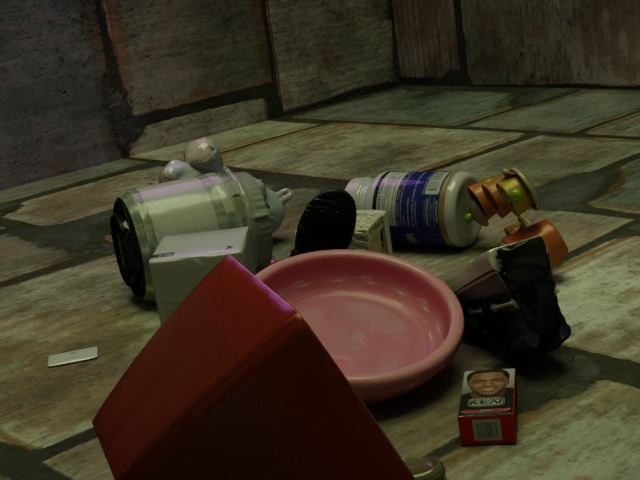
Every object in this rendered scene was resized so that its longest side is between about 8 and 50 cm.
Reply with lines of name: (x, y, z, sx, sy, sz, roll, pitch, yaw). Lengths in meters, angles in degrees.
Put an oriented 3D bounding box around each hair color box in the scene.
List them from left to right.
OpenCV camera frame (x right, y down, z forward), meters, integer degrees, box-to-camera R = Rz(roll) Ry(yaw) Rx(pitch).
hair color box: (0.218, 0.213, 1.411, 0.072, 0.043, 0.141, -5, 15, 12)

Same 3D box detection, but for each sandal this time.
sandal: (0.056, 0.267, 1.286, 0.180, 0.049, 0.072, -7, 15, 3)

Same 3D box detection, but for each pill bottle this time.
pill bottle: (0.185, -0.066, 2.224, 0.264, 0.153, 0.153, 3, 19, 34)

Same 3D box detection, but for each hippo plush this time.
hippo plush: (-0.204, -0.061, 2.412, 0.236, 0.234, 0.294, 31, -5, 40)

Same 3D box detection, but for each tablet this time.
tablet: (-0.419, 0.197, 1.851, 0.083, 0.006, 0.054, -10, 15, -9)

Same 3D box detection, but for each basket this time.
basket: (0.042, 0.010, 2.100, 0.167, 0.113, 0.103, -2, 19, 21)

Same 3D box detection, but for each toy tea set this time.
toy tea set: (0.329, -0.023, 1.990, 0.124, 0.200, 0.336, -32, 4, -1)

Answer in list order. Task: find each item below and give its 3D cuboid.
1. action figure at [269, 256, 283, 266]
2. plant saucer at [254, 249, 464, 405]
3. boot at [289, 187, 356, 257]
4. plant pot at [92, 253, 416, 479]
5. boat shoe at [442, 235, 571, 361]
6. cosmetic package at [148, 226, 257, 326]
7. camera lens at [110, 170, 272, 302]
action figure: (-0.098, 0.045, 2.200, 0.038, 0.030, 0.115, -19, 23, -19)
plant saucer: (0.040, 0.131, 1.587, 0.332, 0.084, 0.332, 2, 32, -1)
boot: (0.000, 0.000, 1.934, 0.094, 0.247, 0.207, 14, 19, -2)
plant pot: (-0.085, 0.213, 1.155, 0.235, 0.267, 0.267, -38, 22, -9)
boat shoe: (0.268, 0.113, 1.644, 0.127, 0.158, 0.340, -15, -12, -10)
cosmetic package: (-0.181, 0.089, 1.787, 0.151, 0.184, 0.151, -6, 16, 3)
camera lens: (-0.255, -0.011, 2.114, 0.274, 0.219, 0.219, -14, 16, -21)
